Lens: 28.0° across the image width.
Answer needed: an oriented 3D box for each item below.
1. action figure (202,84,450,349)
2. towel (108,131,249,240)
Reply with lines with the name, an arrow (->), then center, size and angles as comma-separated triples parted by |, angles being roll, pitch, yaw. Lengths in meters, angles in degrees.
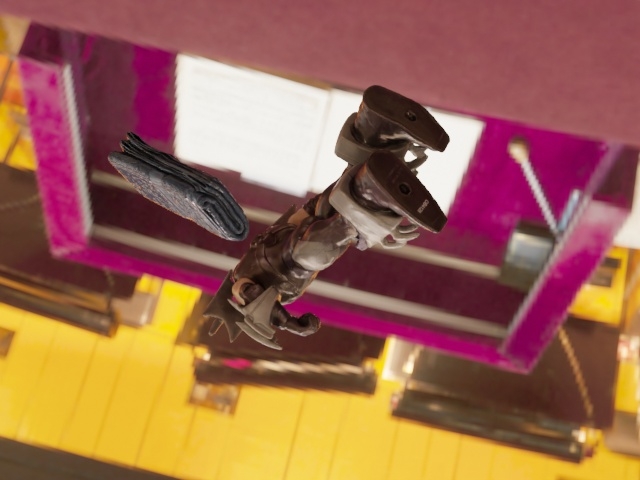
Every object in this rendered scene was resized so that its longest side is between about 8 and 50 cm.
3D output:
action figure -> 0.000, 0.000, 1.074 | 0.099, 0.185, 0.285 | 33, 141, -11
towel -> -0.104, -0.040, 0.966 | 0.119, 0.029, 0.067 | 25, 162, 41
